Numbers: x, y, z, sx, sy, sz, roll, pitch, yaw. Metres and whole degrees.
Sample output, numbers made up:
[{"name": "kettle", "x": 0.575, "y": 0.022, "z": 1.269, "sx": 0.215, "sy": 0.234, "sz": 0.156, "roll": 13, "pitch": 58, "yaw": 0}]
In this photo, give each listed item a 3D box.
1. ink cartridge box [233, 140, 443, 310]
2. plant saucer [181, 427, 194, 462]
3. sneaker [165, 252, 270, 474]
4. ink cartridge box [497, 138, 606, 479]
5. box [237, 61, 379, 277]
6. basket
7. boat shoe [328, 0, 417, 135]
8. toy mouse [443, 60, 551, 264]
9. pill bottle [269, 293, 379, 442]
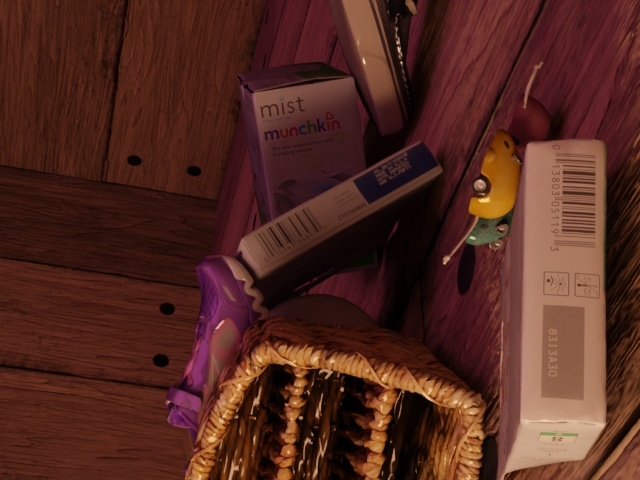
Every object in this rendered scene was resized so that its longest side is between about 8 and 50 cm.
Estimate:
[{"name": "ink cartridge box", "x": 0.000, "y": 0.000, "z": 1.198, "sx": 0.045, "sy": 0.223, "sz": 0.224, "roll": 56, "pitch": 158, "yaw": 10}, {"name": "plant saucer", "x": -0.098, "y": 0.247, "z": 1.476, "sx": 0.278, "sy": 0.041, "sz": 0.278, "roll": 44, "pitch": -142, "yaw": -47}, {"name": "sneaker", "x": -0.098, "y": 0.132, "z": 1.086, "sx": 0.095, "sy": 0.104, "sz": 0.236, "roll": -172, "pitch": 73, "yaw": -70}, {"name": "ink cartridge box", "x": 0.150, "y": 0.062, "z": 0.766, "sx": 0.224, "sy": 0.056, "sz": 0.181, "roll": 75, "pitch": -161, "yaw": -66}, {"name": "box", "x": -0.024, "y": -0.095, "z": 1.430, "sx": 0.262, "sy": 0.127, "sz": 0.231, "roll": -122, "pitch": 24, "yaw": -76}, {"name": "basket", "x": -0.006, "y": 0.226, "z": 0.960, "sx": 0.223, "sy": 0.213, "sz": 0.299, "roll": -131, "pitch": 51, "yaw": -78}, {"name": "boat shoe", "x": 0.087, "y": -0.293, "z": 1.261, "sx": 0.127, "sy": 0.158, "sz": 0.340, "roll": -120, "pitch": 12, "yaw": -68}, {"name": "toy mouse", "x": 0.142, "y": -0.049, "z": 0.854, "sx": 0.143, "sy": 0.031, "sz": 0.161, "roll": 17, "pitch": -86, "yaw": -76}, {"name": "pill bottle", "x": -0.027, "y": 0.161, "z": 1.297, "sx": 0.278, "sy": 0.162, "sz": 0.162, "roll": 133, "pitch": 146, "yaw": -72}]
